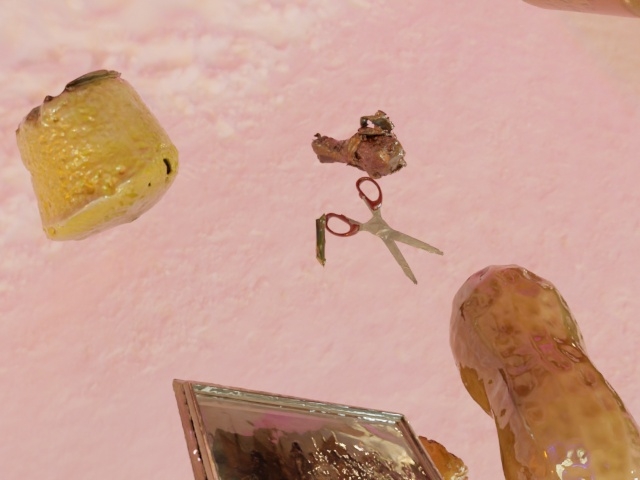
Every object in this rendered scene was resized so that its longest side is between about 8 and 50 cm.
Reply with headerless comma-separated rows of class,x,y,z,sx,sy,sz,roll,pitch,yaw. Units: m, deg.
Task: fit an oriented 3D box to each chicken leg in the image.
chicken leg,0.076,-0.163,1.148,0.125,0.196,0.080,49,63,-21

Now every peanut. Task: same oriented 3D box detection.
peanut,0.153,0.110,0.438,0.103,0.098,0.229,36,27,-32

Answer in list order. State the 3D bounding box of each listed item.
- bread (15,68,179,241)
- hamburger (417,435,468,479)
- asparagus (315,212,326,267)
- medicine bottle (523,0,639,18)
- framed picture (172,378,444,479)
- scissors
bread,-0.275,-0.096,0.775,0.197,0.197,0.171,-32,95,-34
hamburger,0.100,0.357,0.993,0.131,0.262,0.124,-41,122,-31
asparagus,0.000,0.000,1.238,0.021,0.025,0.108,0,82,0
medicine bottle,0.420,-0.398,0.801,0.224,0.224,0.384,-5,25,-23
framed picture,0.018,0.205,0.527,0.274,0.017,0.217,17,23,-34
scissors,0.128,-0.016,1.272,0.247,0.017,0.144,41,89,27
